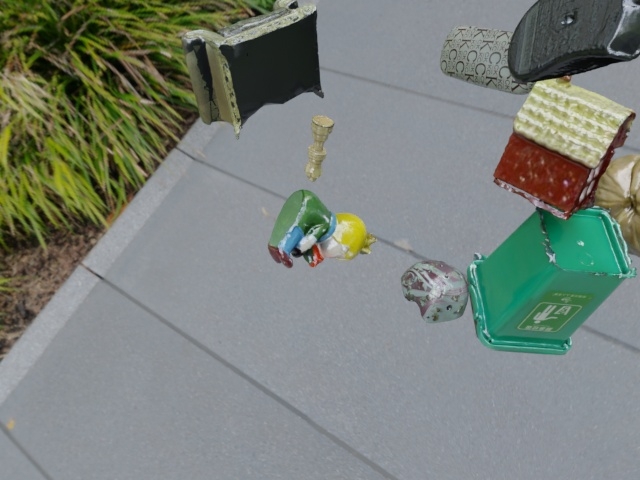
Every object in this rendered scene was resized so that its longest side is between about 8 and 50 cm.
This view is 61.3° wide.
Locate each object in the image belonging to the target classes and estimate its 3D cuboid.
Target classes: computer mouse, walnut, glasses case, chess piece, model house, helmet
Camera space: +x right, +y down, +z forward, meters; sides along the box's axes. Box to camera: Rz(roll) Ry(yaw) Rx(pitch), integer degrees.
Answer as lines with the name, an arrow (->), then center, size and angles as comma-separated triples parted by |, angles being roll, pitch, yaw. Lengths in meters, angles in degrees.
computer mouse -> 0.403, -0.320, 0.821 | 0.088, 0.264, 0.147 | 8, 92, -20
walnut -> 0.854, -0.090, 1.388 | 0.285, 0.285, 0.296 | -44, 43, -8
glasses case -> 0.421, -0.455, 1.350 | 0.085, 0.137, 0.355 | 2, 23, -26
chess piece -> -0.009, -0.222, 1.345 | 0.060, 0.172, 0.060 | 8, 38, -7
model house -> 0.498, -0.200, 1.099 | 0.160, 0.254, 0.196 | -29, 51, -35
helmet -> 0.288, 0.107, 1.315 | 0.153, 0.107, 0.177 | -12, 52, -34

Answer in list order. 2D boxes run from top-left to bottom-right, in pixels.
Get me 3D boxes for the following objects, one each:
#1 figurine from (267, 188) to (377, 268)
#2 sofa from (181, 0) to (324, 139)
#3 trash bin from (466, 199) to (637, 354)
figurine -> 0.008, 0.005, 1.216 | 0.127, 0.234, 0.185 | 7, 69, 48
sofa -> -0.134, -0.354, 1.058 | 0.258, 0.200, 0.182 | -32, 51, -23
trash bin -> 0.543, 0.082, 1.321 | 0.258, 0.381, 0.296 | 6, 55, -9
